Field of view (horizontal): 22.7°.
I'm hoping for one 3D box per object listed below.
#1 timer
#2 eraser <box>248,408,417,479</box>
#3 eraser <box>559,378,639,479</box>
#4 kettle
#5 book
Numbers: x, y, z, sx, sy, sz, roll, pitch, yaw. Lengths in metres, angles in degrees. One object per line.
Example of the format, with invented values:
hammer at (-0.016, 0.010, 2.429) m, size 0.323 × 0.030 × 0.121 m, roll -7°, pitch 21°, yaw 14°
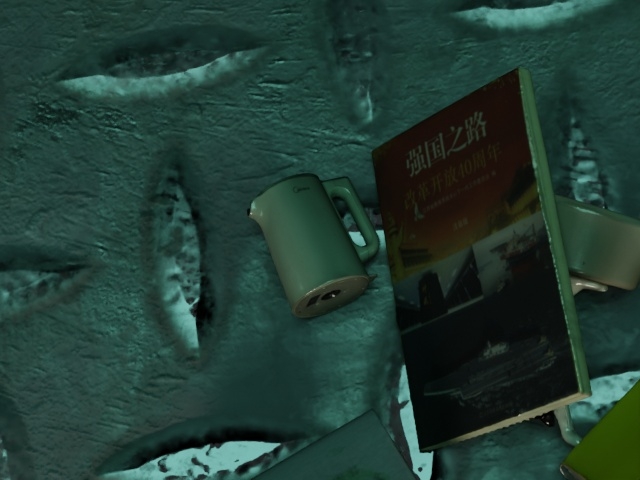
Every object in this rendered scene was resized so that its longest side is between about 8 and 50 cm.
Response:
timer at (0.262, 0.087, 1.795) m, size 0.175 × 0.175 × 0.266 m, roll 18°, pitch 93°, yaw 12°
eraser at (0.005, 0.312, 1.771) m, size 0.227 × 0.081 × 0.174 m, roll -30°, pitch 55°, yaw -3°
eraser at (0.386, 0.211, 1.725) m, size 0.226 × 0.069 × 0.158 m, roll -46°, pitch 28°, yaw -7°
kettle at (-0.002, -0.001, 1.869) m, size 0.127 × 0.098 × 0.148 m, roll -25°, pitch 68°, yaw 5°
book at (0.171, 0.026, 1.784) m, size 0.028 × 0.262 × 0.374 m, roll 5°, pitch 68°, yaw -37°
